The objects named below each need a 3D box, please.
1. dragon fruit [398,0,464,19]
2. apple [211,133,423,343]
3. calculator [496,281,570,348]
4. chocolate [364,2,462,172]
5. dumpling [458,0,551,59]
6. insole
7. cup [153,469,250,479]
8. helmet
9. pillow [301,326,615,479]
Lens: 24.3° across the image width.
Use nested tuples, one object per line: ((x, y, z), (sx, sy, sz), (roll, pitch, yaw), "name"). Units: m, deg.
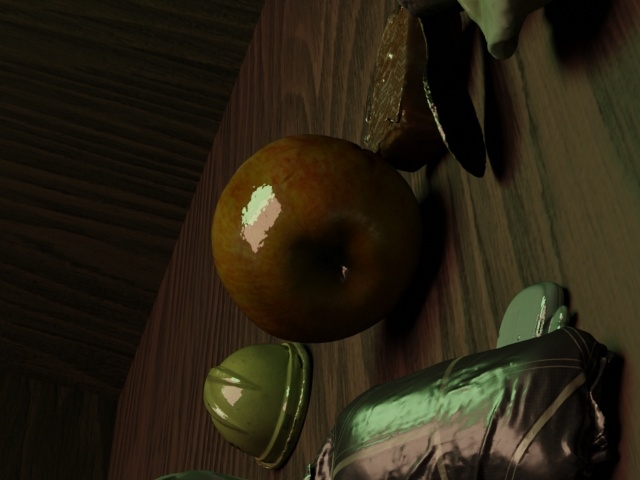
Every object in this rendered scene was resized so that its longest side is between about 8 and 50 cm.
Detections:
((0.165, -0.393, 1.727), (0.204, 0.221, 0.283), (-25, 2, 23), "dragon fruit")
((0.000, 0.000, 1.815), (0.264, 0.264, 0.264), (-164, 90, -78), "apple")
((0.195, 0.085, 1.371), (0.153, 0.021, 0.095), (146, 138, -77), "calculator")
((0.125, -0.205, 1.900), (0.148, 0.093, 0.214), (132, 151, -61), "chocolate")
((0.207, -0.352, 1.516), (0.321, 0.270, 0.212), (-53, 30, -15), "dumpling")
((0.145, -0.192, 1.723), (0.009, 0.119, 0.348), (-32, 40, 22), "insole")
((-0.140, 0.489, 1.846), (0.253, 0.253, 0.371), (-111, 35, -71), "cup")
((-0.112, 0.236, 2.296), (0.257, 0.137, 0.204), (-149, 75, -78), "helmet")
((0.113, 0.174, 1.278), (0.335, 0.092, 0.161), (-21, 41, 41), "pillow")
